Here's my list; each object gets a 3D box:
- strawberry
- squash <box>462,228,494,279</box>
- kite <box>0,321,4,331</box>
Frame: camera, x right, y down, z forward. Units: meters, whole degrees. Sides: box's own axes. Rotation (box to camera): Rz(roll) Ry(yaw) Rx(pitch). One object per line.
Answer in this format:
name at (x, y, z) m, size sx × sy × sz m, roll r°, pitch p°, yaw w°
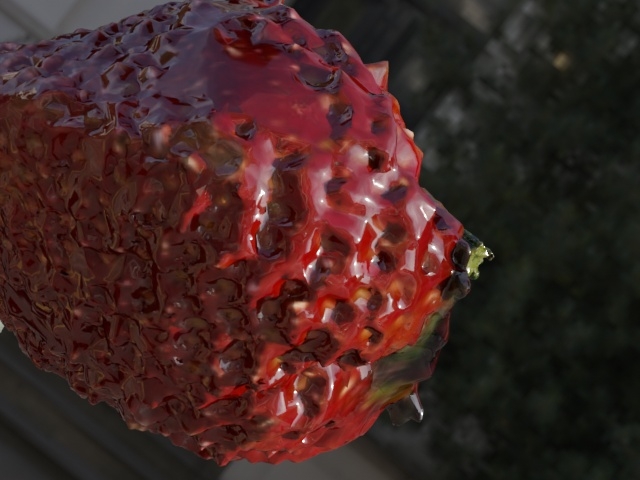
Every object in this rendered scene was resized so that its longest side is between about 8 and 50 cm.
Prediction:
strawberry at (-0.069, -0.001, 0.970) m, size 0.261 × 0.257 × 0.261 m, roll 43°, pitch -36°, yaw 43°
squash at (0.000, 0.000, 1.247) m, size 0.258 × 0.069 × 0.069 m, roll 0°, pitch -31°, yaw 45°
kite at (-0.264, 0.013, 1.744) m, size 0.015 × 0.245 × 0.141 m, roll 40°, pitch -4°, yaw 11°
